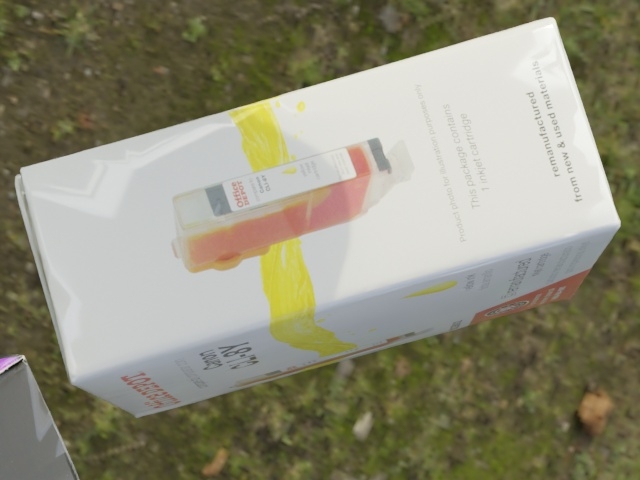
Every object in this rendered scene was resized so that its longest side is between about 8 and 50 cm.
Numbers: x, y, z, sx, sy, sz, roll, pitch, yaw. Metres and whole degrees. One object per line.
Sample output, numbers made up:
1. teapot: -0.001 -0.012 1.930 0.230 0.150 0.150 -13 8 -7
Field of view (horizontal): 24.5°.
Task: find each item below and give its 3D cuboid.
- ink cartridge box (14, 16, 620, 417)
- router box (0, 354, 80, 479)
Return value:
1. ink cartridge box: 0.000 0.000 1.103 0.279 0.384 0.160 80 -5 -78
2. router box: -0.103 0.116 0.399 0.046 0.133 0.179 -40 117 -45
